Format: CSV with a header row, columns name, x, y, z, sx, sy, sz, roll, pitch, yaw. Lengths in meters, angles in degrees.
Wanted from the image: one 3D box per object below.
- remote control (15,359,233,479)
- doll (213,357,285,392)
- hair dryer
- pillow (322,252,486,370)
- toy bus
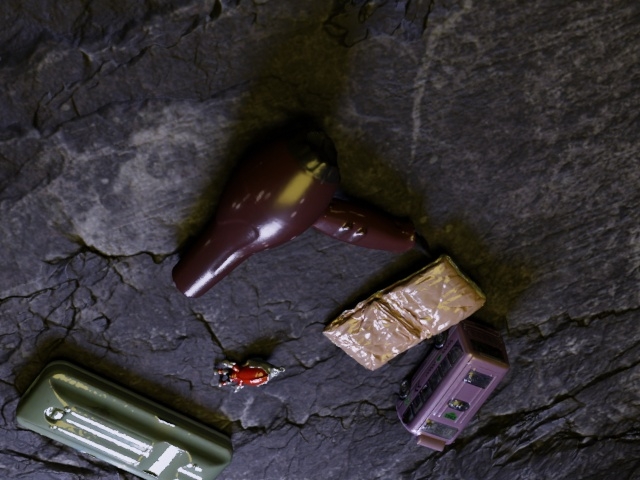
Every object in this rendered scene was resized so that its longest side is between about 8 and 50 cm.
name,x,y,z,sx,sy,sz,roll,pitch,yaw
remote control,-0.298,0.299,1.703,0.335,0.065,0.128,30,113,-25
doll,-0.105,0.202,1.680,0.114,0.039,0.057,-9,93,14
hair dryer,0.000,0.000,1.539,0.340,0.123,0.312,18,131,-31
pillow,0.125,0.112,1.644,0.232,0.043,0.126,-33,121,22
toy bus,0.202,0.223,1.694,0.096,0.108,0.199,21,119,-20
